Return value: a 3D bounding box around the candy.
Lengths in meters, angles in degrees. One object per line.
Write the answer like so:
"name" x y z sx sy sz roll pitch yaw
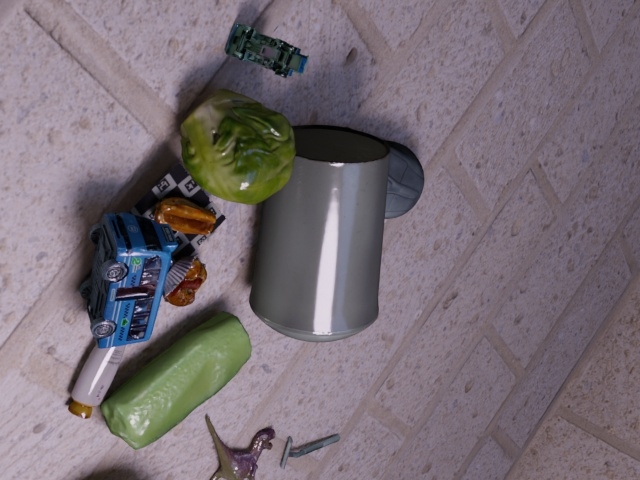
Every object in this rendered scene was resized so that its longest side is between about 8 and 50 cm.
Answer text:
"candy" -0.291 0.278 1.873 0.343 0.132 0.142 -37 115 -31

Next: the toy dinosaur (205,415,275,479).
"toy dinosaur" -0.212 0.516 2.167 0.251 0.072 0.200 19 87 -39

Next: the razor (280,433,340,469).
"razor" -0.018 0.541 2.406 0.211 0.036 0.084 -3 116 -47

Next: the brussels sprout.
"brussels sprout" -0.154 -0.167 1.696 0.223 0.223 0.161 -38 175 -27

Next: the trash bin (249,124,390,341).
"trash bin" 0.000 0.000 1.911 0.280 0.280 0.432 -16 121 -42

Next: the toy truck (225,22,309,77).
"toy truck" -0.087 -0.343 1.687 0.081 0.175 0.067 7 106 -56

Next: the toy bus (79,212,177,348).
"toy bus" -0.346 0.071 1.632 0.134 0.114 0.246 -2 132 -28

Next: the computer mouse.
"computer mouse" 0.132 -0.140 2.105 0.370 0.121 0.188 13 101 -48

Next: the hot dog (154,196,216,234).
"hot dog" -0.249 -0.045 1.699 0.144 0.038 0.062 14 106 -50

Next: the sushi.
"sushi" -0.307 -0.028 1.727 0.215 0.050 0.192 -45 140 -8

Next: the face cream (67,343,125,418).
"face cream" -0.426 0.254 1.761 0.072 0.051 0.182 22 95 -55

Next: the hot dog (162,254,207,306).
"hot dog" -0.263 0.080 1.774 0.108 0.059 0.191 -50 173 -8
